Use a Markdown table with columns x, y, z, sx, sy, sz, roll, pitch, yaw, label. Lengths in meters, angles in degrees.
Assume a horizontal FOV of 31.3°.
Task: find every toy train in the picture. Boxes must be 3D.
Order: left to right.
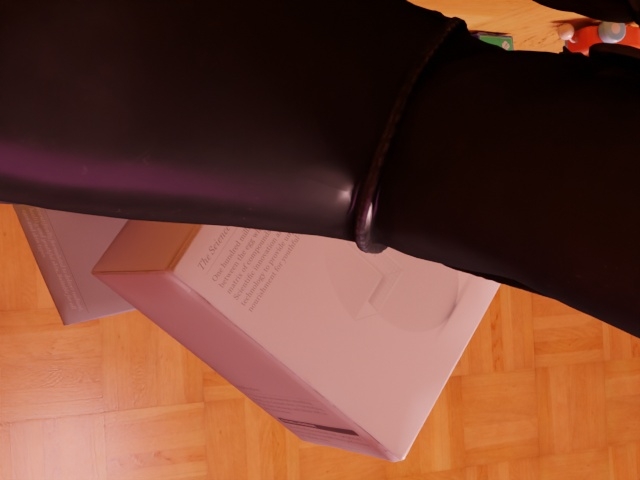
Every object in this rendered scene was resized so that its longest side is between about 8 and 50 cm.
| x | y | z | sx | sy | sz | roll | pitch | yaw | label |
| --- | --- | --- | --- | --- | --- | --- | --- | --- | --- |
| 0.256 | -0.143 | 0.822 | 0.125 | 0.046 | 0.166 | -3 | 179 | -23 | toy train |

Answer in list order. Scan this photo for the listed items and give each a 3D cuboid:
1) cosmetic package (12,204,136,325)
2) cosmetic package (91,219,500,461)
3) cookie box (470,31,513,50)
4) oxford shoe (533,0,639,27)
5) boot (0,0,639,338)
| x | y | z | sx | sy | sz | roll | pitch | yaw | label |
| --- | --- | --- | --- | --- | --- | --- | --- | --- | --- |
| -0.182 | -0.034 | 1.049 | 0.107 | 0.127 | 0.238 | -13 | -160 | 14 | cosmetic package |
| 0.000 | 0.000 | 0.830 | 0.224 | 0.224 | 0.138 | 43 | 157 | -25 | cosmetic package |
| 0.111 | -0.104 | 0.911 | 0.040 | 0.107 | 0.092 | -3 | 180 | -36 | cookie box |
| 0.097 | -0.128 | 0.439 | 0.096 | 0.083 | 0.227 | 12 | 177 | 18 | oxford shoe |
| 0.095 | -0.006 | 0.411 | 0.445 | 0.146 | 0.367 | 29 | -159 | 32 | boot |
